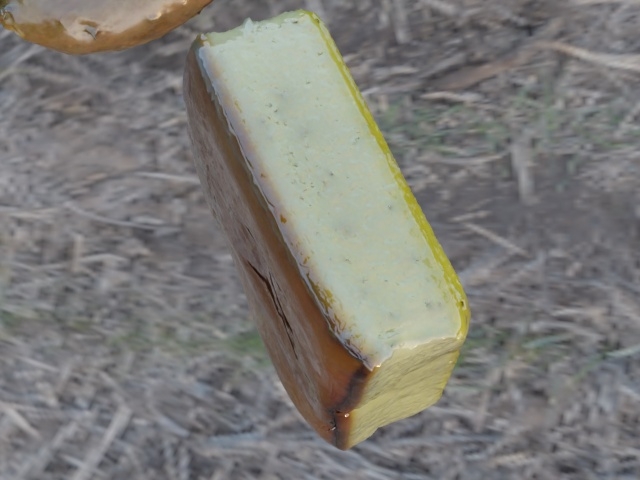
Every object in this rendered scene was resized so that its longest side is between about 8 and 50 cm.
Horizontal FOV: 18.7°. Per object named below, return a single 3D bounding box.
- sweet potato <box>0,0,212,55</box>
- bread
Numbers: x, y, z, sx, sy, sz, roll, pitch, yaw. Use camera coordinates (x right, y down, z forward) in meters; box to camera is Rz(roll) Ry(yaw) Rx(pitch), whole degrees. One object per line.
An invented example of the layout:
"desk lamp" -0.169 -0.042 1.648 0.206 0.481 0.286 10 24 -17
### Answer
"sweet potato" -0.011 -0.219 0.758 0.114 0.092 0.341 23 90 19
"bread" 0.000 0.000 1.724 0.143 0.323 0.333 -24 72 -10
